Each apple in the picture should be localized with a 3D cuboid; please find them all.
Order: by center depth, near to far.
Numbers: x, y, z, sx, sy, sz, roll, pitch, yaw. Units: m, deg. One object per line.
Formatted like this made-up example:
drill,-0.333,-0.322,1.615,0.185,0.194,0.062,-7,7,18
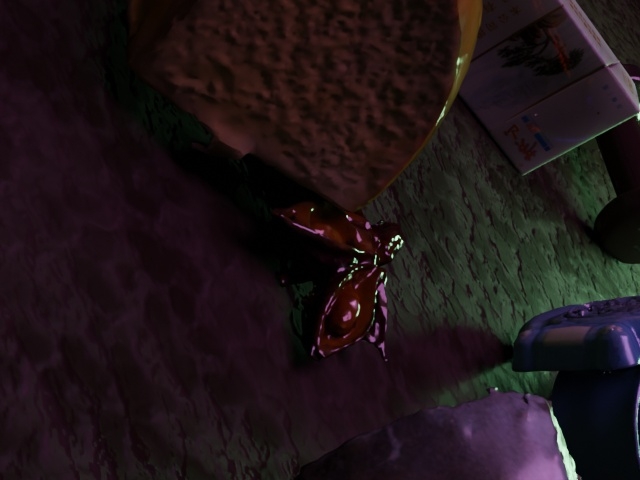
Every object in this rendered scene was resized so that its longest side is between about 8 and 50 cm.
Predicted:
apple,-0.017,-0.208,0.966,0.309,0.252,0.314,-89,174,-50

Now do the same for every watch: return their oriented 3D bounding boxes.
watch,0.264,0.149,1.184,0.211,0.211,0.193,-22,101,-65

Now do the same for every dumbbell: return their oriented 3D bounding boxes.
dumbbell,0.372,-0.092,1.680,0.140,0.124,0.225,29,38,-46

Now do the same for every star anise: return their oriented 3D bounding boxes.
star anise,0.003,-0.002,0.970,0.157,0.053,0.212,49,28,-24

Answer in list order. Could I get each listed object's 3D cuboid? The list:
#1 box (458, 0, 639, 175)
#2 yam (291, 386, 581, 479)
box,0.210,-0.194,1.457,0.233,0.149,0.067,47,30,-24
yam,0.066,0.234,0.662,0.202,0.201,0.271,59,10,-57
